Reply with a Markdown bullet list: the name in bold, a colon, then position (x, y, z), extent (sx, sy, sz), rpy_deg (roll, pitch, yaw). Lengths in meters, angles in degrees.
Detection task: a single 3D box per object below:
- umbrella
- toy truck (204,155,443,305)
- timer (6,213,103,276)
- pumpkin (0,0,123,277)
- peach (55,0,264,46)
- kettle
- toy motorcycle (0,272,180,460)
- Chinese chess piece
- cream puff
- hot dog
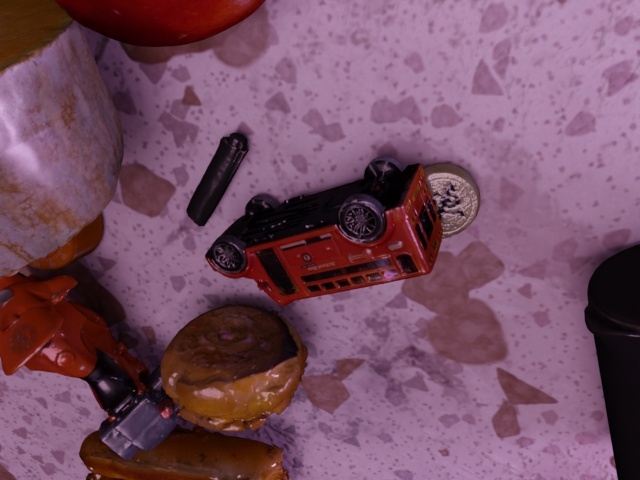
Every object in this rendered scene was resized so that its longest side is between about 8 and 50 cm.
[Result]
- **umbrella**: position (-0.127, -0.074, 0.681), extent (0.036, 0.031, 0.133), rpy_deg (33, 119, -7)
- **toy truck**: position (0.000, 0.000, 0.627), extent (0.252, 0.107, 0.114), rpy_deg (-15, 116, 30)
- **timer**: position (-0.371, -0.002, 0.708), extent (0.132, 0.152, 0.132), rpy_deg (6, 118, 11)
- **pumpkin**: position (-0.371, -0.097, 0.574), extent (0.332, 0.332, 0.199), rpy_deg (1, 133, 13)
- **peach**: position (-0.134, -0.284, 0.480), extent (0.243, 0.199, 0.244), rpy_deg (-1, 78, 5)
- **kettle**: position (0.427, 0.158, 0.575), extent (0.262, 0.203, 0.308), rpy_deg (-13, 111, 22)
- **toy motorcycle**: position (-0.313, 0.160, 0.756), extent (0.148, 0.221, 0.326), rpy_deg (-45, 104, -7)
- **Chinese chess piece**: position (0.135, -0.044, 0.630), extent (0.084, 0.034, 0.084), rpy_deg (5, 117, 10)
- **cream puff**: position (-0.106, 0.165, 0.727), extent (0.189, 0.189, 0.129), rpy_deg (5, 123, 11)
- **hot dog**: position (-0.206, 0.357, 0.881), extent (0.348, 0.117, 0.158), rpy_deg (1, 114, 16)
